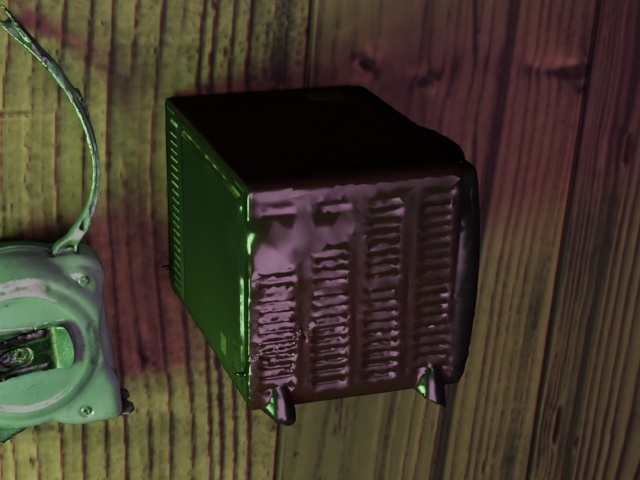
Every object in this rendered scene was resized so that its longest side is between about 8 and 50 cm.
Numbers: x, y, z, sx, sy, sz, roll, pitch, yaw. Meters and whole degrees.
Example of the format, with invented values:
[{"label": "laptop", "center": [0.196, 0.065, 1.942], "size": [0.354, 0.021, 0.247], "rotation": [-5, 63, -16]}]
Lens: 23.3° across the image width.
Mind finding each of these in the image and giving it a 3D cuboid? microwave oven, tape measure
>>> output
[{"label": "microwave oven", "center": [-0.001, -0.002, 1.145], "size": [0.188, 0.247, 0.178], "rotation": [-4, 111, -20]}, {"label": "tape measure", "center": [-0.232, 0.000, 1.151], "size": [0.164, 0.084, 0.330], "rotation": [-17, 119, -17]}]
